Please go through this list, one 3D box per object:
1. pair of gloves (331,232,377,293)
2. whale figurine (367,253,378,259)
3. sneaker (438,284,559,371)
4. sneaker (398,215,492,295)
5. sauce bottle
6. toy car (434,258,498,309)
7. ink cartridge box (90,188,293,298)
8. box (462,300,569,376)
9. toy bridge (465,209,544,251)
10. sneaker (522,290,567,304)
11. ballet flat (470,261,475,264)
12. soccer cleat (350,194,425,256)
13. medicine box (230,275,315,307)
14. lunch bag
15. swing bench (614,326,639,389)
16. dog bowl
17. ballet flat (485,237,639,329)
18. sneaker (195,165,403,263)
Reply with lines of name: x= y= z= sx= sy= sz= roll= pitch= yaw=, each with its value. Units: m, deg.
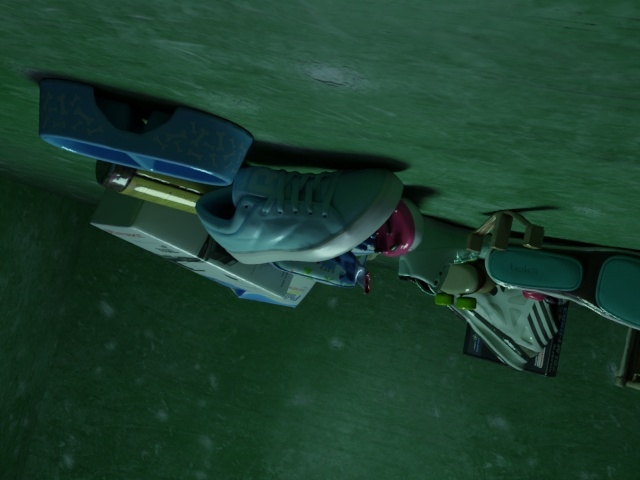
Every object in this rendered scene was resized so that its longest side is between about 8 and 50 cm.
pair of gloves: x=0.053 y=0.001 z=1.063 sx=0.023 sy=0.198 sz=0.159 roll=-15 pitch=-148 yaw=-20
whale figurine: x=0.055 y=0.013 z=1.704 sx=0.272 sy=0.141 sz=0.216 roll=-9 pitch=156 yaw=-30
sneaker: x=0.504 y=0.137 z=1.752 sx=0.447 sy=0.257 sz=0.169 roll=46 pitch=-166 yaw=16
sneaker: x=0.269 y=0.046 z=1.249 sx=0.256 sy=0.150 sz=0.094 roll=13 pitch=174 yaw=-22
sauce bottle: x=-0.213 y=-0.098 z=1.055 sx=0.345 sy=0.111 sz=0.111 roll=18 pitch=173 yaw=-39
toy car: x=0.415 y=0.098 z=1.614 sx=0.189 sy=0.154 sz=0.149 roll=1 pitch=-177 yaw=-36
ink cartridge box: x=-0.276 y=-0.024 z=1.358 sx=0.395 sy=0.166 sz=0.286 roll=30 pitch=165 yaw=-34
box: x=0.596 y=0.240 z=1.832 sx=0.073 sy=0.295 sz=0.293 roll=13 pitch=177 yaw=-39
toy bridge: x=0.294 y=-0.016 z=0.968 sx=0.026 sy=0.063 sz=0.188 roll=14 pitch=174 yaw=-15
sneaker: x=0.551 y=0.097 z=1.352 sx=0.299 sy=0.111 sz=0.121 roll=15 pitch=175 yaw=-33
ballet flat: x=0.448 y=0.084 z=1.872 sx=0.189 sy=0.070 sz=0.070 roll=7 pitch=173 yaw=37
soccer cleat: x=0.126 y=-0.033 z=1.098 sx=0.143 sy=0.115 sz=0.331 roll=-9 pitch=-179 yaw=-21
medicine box: x=-0.189 y=0.044 z=1.779 sx=0.289 sy=0.149 sz=0.264 roll=45 pitch=-165 yaw=33
lunch bag: x=0.000 y=0.000 z=1.299 sx=0.219 sy=0.175 sz=0.090 roll=16 pitch=180 yaw=-18
swing bench: x=0.747 y=0.206 z=1.260 sx=0.165 sy=0.253 sz=0.255 roll=14 pitch=175 yaw=-16
dog bowl: x=-0.247 y=-0.143 z=0.836 sx=0.298 sy=0.073 sz=0.166 roll=12 pitch=175 yaw=-3
ballet flat: x=0.519 y=0.066 z=1.128 sx=0.401 sy=0.139 sz=0.139 roll=15 pitch=177 yaw=28
sneaker: x=-0.056 y=-0.052 z=0.908 sx=0.366 sy=0.135 sz=0.150 roll=-16 pitch=138 yaw=38
